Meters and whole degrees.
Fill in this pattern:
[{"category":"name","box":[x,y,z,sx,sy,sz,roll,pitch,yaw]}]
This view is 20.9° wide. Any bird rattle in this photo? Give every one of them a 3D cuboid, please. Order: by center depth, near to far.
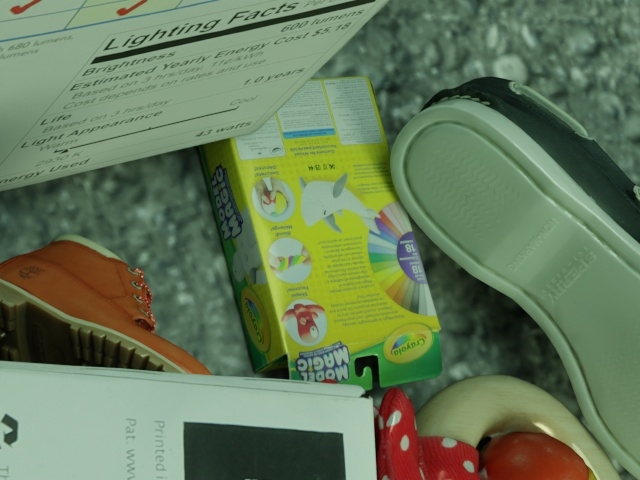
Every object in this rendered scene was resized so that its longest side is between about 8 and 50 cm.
[{"category":"bird rattle","box":[0.090,0.160,0.928,0.253,0.143,0.207,43,39,-1]}]

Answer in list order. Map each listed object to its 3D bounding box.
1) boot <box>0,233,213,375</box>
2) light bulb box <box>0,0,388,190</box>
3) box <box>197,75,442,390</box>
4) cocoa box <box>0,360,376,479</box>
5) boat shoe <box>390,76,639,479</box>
[{"category":"boot","box":[-0.098,0.043,0.848,0.158,0.059,0.084,27,39,26]},{"category":"light bulb box","box":[-0.125,-0.184,0.723,0.358,0.361,0.225,-17,76,-36]},{"category":"box","box":[0.000,0.000,0.963,0.105,0.043,0.179,-6,72,-31]},{"category":"cocoa box","box":[-0.118,0.242,0.692,0.231,0.228,0.347,8,68,-28]},{"category":"boat shoe","box":[0.170,0.027,0.976,0.302,0.114,0.091,51,36,-1]}]
